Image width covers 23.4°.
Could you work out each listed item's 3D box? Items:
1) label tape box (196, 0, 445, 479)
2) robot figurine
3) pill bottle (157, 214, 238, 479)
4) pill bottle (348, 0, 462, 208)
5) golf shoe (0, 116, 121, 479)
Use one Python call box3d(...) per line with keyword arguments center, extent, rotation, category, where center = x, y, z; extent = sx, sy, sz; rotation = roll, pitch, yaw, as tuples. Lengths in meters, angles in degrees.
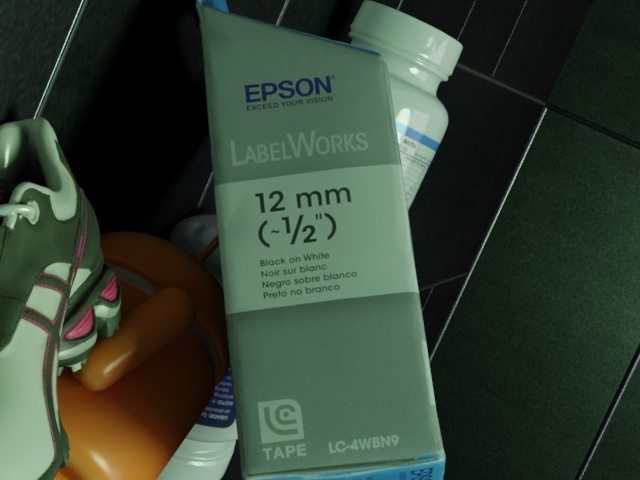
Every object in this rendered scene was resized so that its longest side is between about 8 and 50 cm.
box3d(center=(0.000, 0.000, 0.946), extent=(0.249, 0.115, 0.348), rotation=(81, 4, -69), category="label tape box")
box3d(center=(-0.131, 0.083, 0.911), extent=(0.219, 0.128, 0.158), rotation=(-56, 152, -34), category="robot figurine")
box3d(center=(-0.083, 0.086, 1.151), extent=(0.112, 0.112, 0.187), rotation=(-37, 150, -64), category="pill bottle")
box3d(center=(0.029, -0.078, 1.266), extent=(0.222, 0.124, 0.124), rotation=(-65, 168, 3), category="pill bottle")
box3d(center=(-0.166, 0.039, 0.715), extent=(0.273, 0.105, 0.120), rotation=(-83, 170, -65), category="golf shoe")
